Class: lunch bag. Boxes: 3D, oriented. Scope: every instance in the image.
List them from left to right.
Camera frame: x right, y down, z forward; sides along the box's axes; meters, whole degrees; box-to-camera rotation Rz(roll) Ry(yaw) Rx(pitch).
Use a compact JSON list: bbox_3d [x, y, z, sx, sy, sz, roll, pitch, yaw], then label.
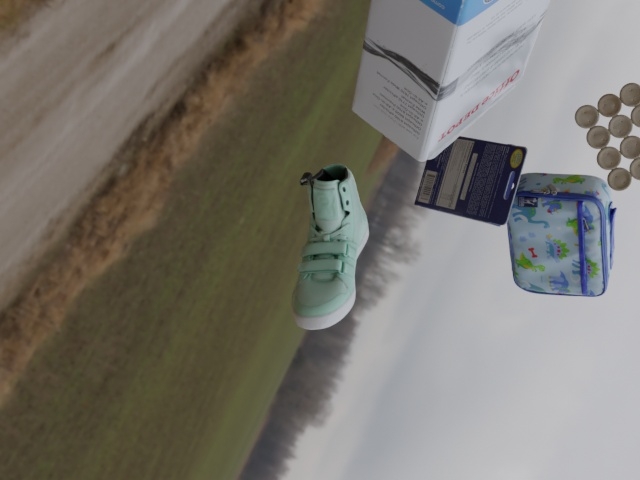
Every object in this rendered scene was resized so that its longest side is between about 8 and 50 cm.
[{"bbox_3d":[0.408,-0.008,1.793,0.090,0.176,0.219,-58,146,-46],"label":"lunch bag"}]

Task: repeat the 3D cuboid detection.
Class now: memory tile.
[{"bbox_3d":[0.470,-0.159,1.635,0.113,0.148,0.012,-27,-178,11],"label":"memory tile"}]

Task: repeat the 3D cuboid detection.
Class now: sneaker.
[{"bbox_3d":[0.000,0.000,1.498,0.256,0.094,0.151,-72,152,-48],"label":"sneaker"}]

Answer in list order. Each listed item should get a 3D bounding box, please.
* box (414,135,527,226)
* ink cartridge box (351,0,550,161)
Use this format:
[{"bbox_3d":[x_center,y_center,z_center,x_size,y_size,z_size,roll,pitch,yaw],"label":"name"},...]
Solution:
[{"bbox_3d":[0.260,-0.103,1.792,0.225,0.037,0.136,19,-87,53],"label":"box"},{"bbox_3d":[0.169,-0.277,1.267,0.223,0.129,0.307,-40,158,-29],"label":"ink cartridge box"}]
